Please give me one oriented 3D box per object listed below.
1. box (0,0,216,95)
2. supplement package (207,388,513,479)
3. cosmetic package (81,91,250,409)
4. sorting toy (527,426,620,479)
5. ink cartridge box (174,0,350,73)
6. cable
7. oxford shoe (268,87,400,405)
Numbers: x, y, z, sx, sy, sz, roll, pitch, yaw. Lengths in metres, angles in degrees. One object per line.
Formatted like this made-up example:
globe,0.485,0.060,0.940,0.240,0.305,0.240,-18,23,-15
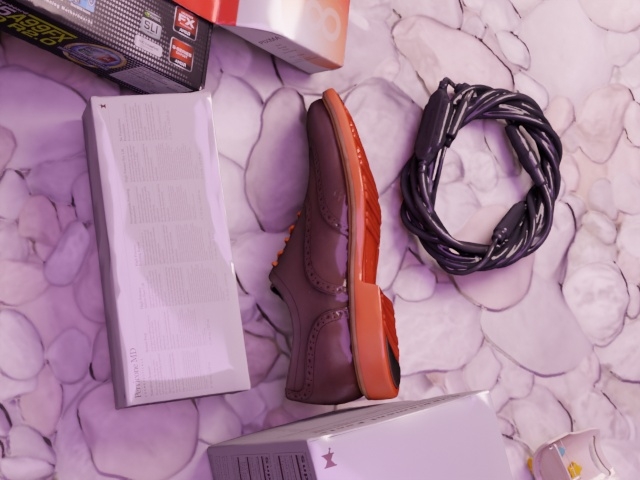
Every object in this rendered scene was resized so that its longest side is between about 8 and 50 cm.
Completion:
box,-0.186,-0.253,0.829,0.270,0.060,0.216,22,70,-47
supplement package,0.025,0.193,0.786,0.139,0.244,0.134,-12,84,-21
cosmetic package,-0.124,0.007,0.867,0.098,0.060,0.239,-4,81,-23
sorting toy,0.230,0.202,0.972,0.075,0.045,0.083,-22,87,-30
ink cartridge box,-0.043,-0.238,0.917,0.179,0.045,0.146,21,70,-47
cable,0.147,-0.050,0.993,0.150,0.047,0.185,21,70,-21
oxford shoe,0.000,0.000,0.899,0.098,0.097,0.272,-10,65,11
